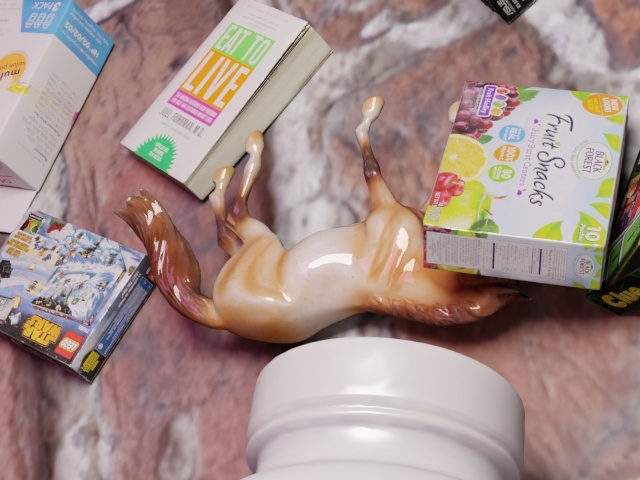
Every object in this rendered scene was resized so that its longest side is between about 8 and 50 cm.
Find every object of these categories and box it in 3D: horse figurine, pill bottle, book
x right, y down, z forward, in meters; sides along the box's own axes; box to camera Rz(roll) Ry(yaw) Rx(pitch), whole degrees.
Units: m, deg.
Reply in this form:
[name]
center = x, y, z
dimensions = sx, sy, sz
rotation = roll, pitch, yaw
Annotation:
[horse figurine]
center = 0.000, 0.000, 0.955
dimensions = 0.263, 0.066, 0.174
rotation = -13, 57, 16
[pill bottle]
center = 0.016, 0.223, 0.707
dimensions = 0.188, 0.188, 0.334
rotation = -10, 55, 28
[book]
center = -0.071, -0.106, 1.107
dimensions = 0.144, 0.035, 0.096
rotation = -52, 43, -6

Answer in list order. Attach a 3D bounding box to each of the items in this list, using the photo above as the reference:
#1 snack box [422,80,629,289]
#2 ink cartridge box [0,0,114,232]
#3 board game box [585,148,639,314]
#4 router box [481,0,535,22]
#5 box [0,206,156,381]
[snack box]
center = 0.120, -0.035, 0.875
dimensions = 0.100, 0.037, 0.141
rotation = 8, 42, 11
[ink cartridge box]
center = -0.251, -0.101, 1.198
dimensions = 0.104, 0.061, 0.181
rotation = 6, 64, 36
[board game box]
center = 0.225, -0.090, 0.845
dimensions = 0.260, 0.030, 0.136
rotation = -66, 10, -21
[router box]
center = 0.088, -0.209, 1.009
dimensions = 0.038, 0.122, 0.092
rotation = -43, 46, 6
[box]
center = -0.186, 0.036, 1.082
dimensions = 0.137, 0.027, 0.094
rotation = 20, 71, 41
